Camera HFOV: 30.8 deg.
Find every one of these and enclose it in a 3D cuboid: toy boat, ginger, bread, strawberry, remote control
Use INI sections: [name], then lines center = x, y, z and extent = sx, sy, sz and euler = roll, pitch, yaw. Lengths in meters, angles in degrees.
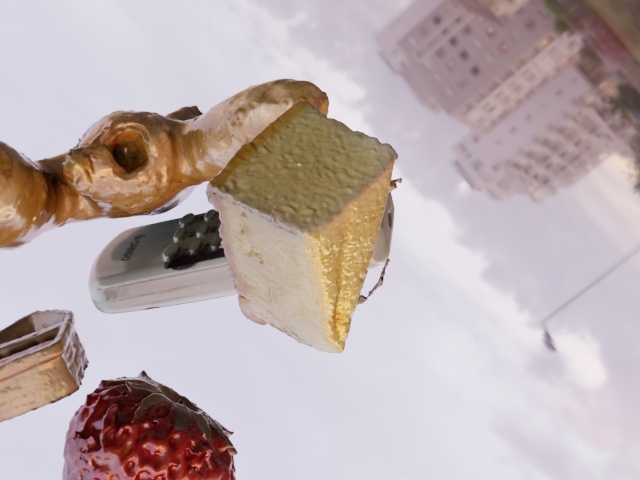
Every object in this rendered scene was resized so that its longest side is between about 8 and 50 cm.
[toy boat]
center = -0.307, 0.127, 1.236
extent = 0.188, 0.116, 0.061
euler = -122, 10, -76
[ginger]
center = -0.198, -0.060, 1.093
extent = 0.122, 0.363, 0.348
euler = 68, 165, 0
[bread]
center = 0.000, 0.000, 0.622
extent = 0.084, 0.080, 0.109
euler = 26, 144, 34
[strawberry]
center = -0.212, 0.285, 1.307
extent = 0.205, 0.244, 0.205
euler = 29, 178, 1
[remote control]
center = -0.077, 0.004, 1.123
extent = 0.140, 0.296, 0.056
euler = -74, -29, -65
